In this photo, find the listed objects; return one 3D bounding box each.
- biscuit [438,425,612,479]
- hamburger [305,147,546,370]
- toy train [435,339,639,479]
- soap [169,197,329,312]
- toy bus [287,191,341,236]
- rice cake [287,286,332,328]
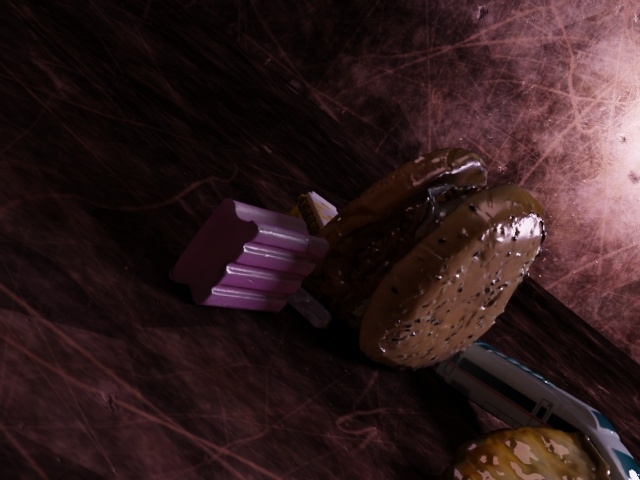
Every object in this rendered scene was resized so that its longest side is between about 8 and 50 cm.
[{"bbox_3d":[0.289,0.332,1.283,0.329,0.078,0.335,31,29,5],"label":"biscuit"},{"bbox_3d":[0.134,0.034,1.545,0.277,0.318,0.195,-10,48,-47],"label":"hamburger"},{"bbox_3d":[0.325,0.251,1.592,0.086,0.088,0.407,31,0,-37],"label":"toy train"},{"bbox_3d":[-0.081,0.023,1.351,0.065,0.122,0.203,43,11,22],"label":"soap"},{"bbox_3d":[0.000,0.000,1.796,0.081,0.074,0.226,34,14,-21],"label":"toy bus"},{"bbox_3d":[-0.057,0.054,1.521,0.180,0.030,0.042,42,-2,13],"label":"rice cake"}]
